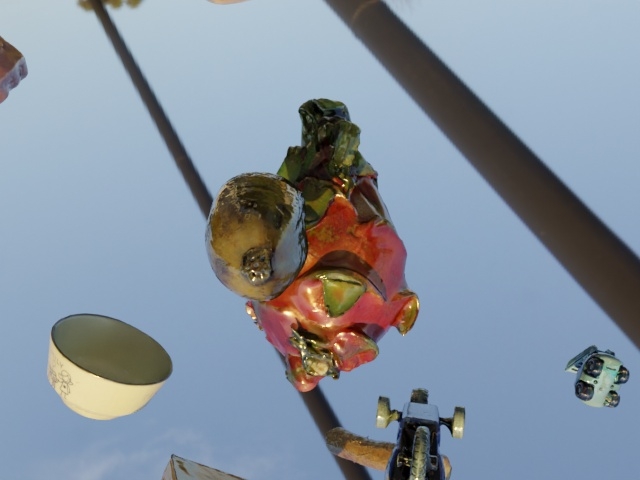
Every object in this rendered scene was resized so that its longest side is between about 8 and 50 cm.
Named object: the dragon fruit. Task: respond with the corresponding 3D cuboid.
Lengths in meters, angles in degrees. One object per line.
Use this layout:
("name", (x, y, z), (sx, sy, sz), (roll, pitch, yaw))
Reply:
("dragon fruit", (-0.001, 0.003, 0.832), (0.198, 0.269, 0.200), (-1, -155, 4))

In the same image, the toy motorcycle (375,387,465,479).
("toy motorcycle", (0.121, 0.290, 1.060), (0.113, 0.168, 0.315), (5, -178, 7))

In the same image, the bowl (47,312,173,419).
("bowl", (-0.410, 0.252, 1.574), (0.238, 0.126, 0.237), (23, -165, -6))

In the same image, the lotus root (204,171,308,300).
("lotus root", (-0.051, -0.006, 0.656), (0.081, 0.089, 0.179), (-6, -165, 3))

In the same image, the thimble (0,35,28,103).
("thimble", (-0.406, -0.156, 0.857), (0.189, 0.125, 0.163), (-44, -156, 3))

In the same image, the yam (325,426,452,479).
("yam", (0.121, 0.407, 1.579), (0.300, 0.066, 0.066), (1, -149, 49))

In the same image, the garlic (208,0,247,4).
("garlic", (-0.008, -0.299, 0.685), (0.318, 0.112, 0.143), (-26, -136, 56))

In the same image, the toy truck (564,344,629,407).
("toy truck", (0.357, 0.174, 1.093), (0.056, 0.073, 0.090), (17, -168, -9))

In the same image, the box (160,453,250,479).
("box", (-0.185, 0.555, 1.464), (0.190, 0.225, 0.297), (-63, -159, 5))
